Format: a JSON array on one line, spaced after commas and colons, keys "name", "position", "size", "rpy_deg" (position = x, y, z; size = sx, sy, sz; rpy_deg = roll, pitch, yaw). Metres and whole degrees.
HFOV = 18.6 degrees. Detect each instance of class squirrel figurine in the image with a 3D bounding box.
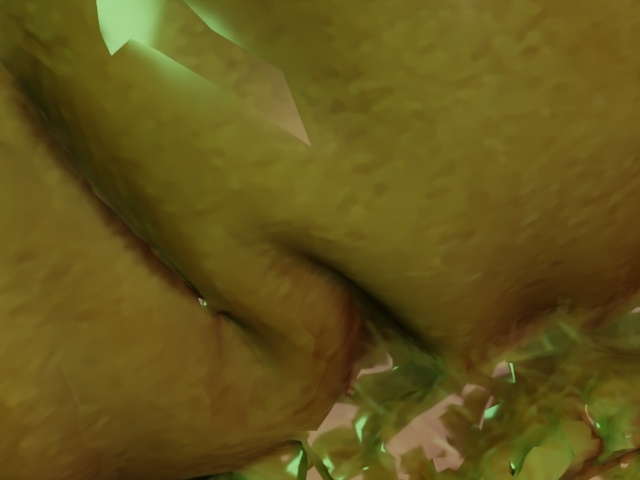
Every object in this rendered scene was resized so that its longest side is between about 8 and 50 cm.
[{"name": "squirrel figurine", "position": [0.000, 0.000, 0.445], "size": [0.370, 0.281, 0.397], "rpy_deg": [-40, 110, -15]}]
